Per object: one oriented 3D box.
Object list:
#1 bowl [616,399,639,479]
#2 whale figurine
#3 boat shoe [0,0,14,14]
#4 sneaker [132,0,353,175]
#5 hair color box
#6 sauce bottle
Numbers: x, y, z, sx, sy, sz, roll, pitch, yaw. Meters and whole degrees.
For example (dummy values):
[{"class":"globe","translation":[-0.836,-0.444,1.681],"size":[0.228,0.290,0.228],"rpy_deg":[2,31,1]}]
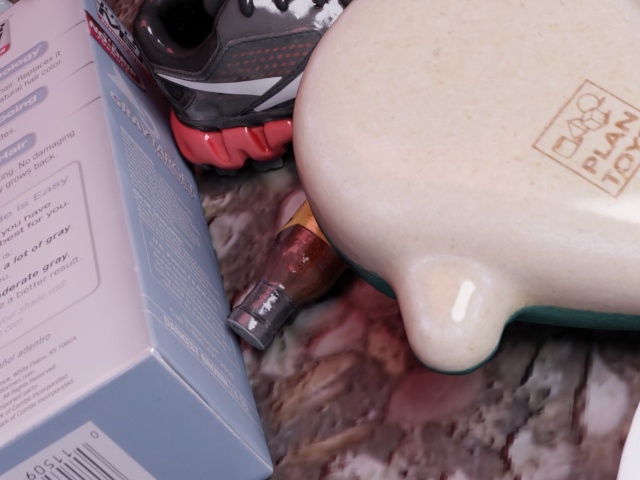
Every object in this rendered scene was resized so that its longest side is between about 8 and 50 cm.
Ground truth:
[{"class":"bowl","translation":[0.245,0.097,0.460],"size":[0.298,0.134,0.298],"rpy_deg":[-23,40,21]},{"class":"whale figurine","translation":[0.118,-0.018,0.712],"size":[0.272,0.141,0.216],"rpy_deg":[31,74,26]},{"class":"boat shoe","translation":[-0.300,-0.140,1.195],"size":[0.227,0.081,0.079],"rpy_deg":[-10,46,33]},{"class":"sneaker","translation":[0.012,-0.122,0.875],"size":[0.276,0.135,0.097],"rpy_deg":[-12,43,29]},{"class":"hair color box","translation":[-0.162,0.017,0.898],"size":[0.185,0.113,0.374],"rpy_deg":[-32,39,10]},{"class":"sauce bottle","translation":[0.000,0.000,0.836],"size":[0.128,0.042,0.042],"rpy_deg":[-49,38,-15]}]
